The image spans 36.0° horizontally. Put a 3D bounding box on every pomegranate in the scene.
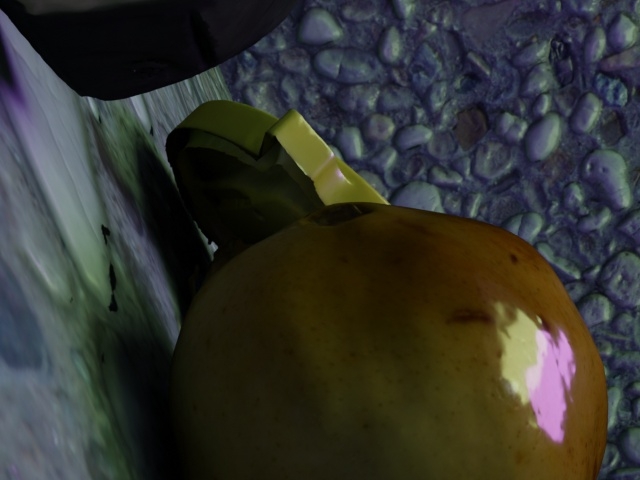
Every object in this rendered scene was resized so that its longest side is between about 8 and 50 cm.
[{"bbox_3d":[0.035,0.083,0.503,0.233,0.233,0.233,-22,90,-89],"label":"pomegranate"}]

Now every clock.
[{"bbox_3d":[0.002,-0.003,0.770,0.277,0.071,0.293,50,-21,-22],"label":"clock"}]

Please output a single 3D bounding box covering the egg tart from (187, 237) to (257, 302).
[{"bbox_3d":[-0.004,0.122,0.724,0.291,0.107,0.290,-21,90,-89],"label":"egg tart"}]

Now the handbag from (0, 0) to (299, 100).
[{"bbox_3d":[-0.099,-0.198,0.402,0.181,0.181,0.254,77,-12,-83],"label":"handbag"}]
